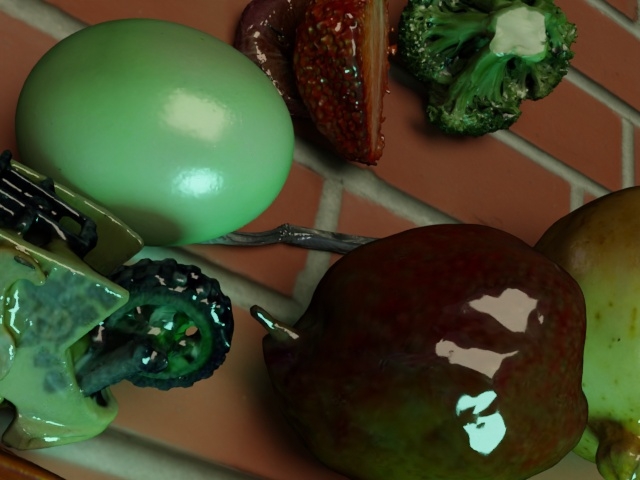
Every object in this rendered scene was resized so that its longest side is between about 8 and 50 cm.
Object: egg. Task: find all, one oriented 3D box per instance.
[{"bbox_3d":[-0.160,-0.103,0.811,0.270,0.220,0.220,8,62,8],"label":"egg"}]

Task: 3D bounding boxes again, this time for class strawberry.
[{"bbox_3d":[0.023,-0.223,1.018,0.175,0.107,0.236,49,49,-61],"label":"strawberry"}]

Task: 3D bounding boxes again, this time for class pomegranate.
[{"bbox_3d":[0.408,0.131,1.020,0.410,0.410,0.410,13,65,-29],"label":"pomegranate"}]

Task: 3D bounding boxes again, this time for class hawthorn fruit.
[{"bbox_3d":[0.120,0.135,0.876,0.325,0.308,0.308,-24,85,-27],"label":"hawthorn fruit"}]

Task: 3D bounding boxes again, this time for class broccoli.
[{"bbox_3d":[0.241,-0.279,1.168,0.269,0.241,0.261,-2,92,-5],"label":"broccoli"}]

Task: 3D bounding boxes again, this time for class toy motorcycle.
[{"bbox_3d":[-0.282,0.033,0.690,0.410,0.237,0.168,37,17,-19],"label":"toy motorcycle"}]

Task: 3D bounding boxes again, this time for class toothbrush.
[{"bbox_3d":[0.000,0.000,1.005,0.413,0.035,0.042,8,59,-31],"label":"toothbrush"}]

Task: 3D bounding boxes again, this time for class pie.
[{"bbox_3d":[-0.027,-0.242,1.075,0.182,0.049,0.182,8,73,-29],"label":"pie"}]

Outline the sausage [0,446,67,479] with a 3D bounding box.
[{"bbox_3d":[-0.317,0.213,0.635,0.268,0.153,0.141,26,73,-20],"label":"sausage"}]
